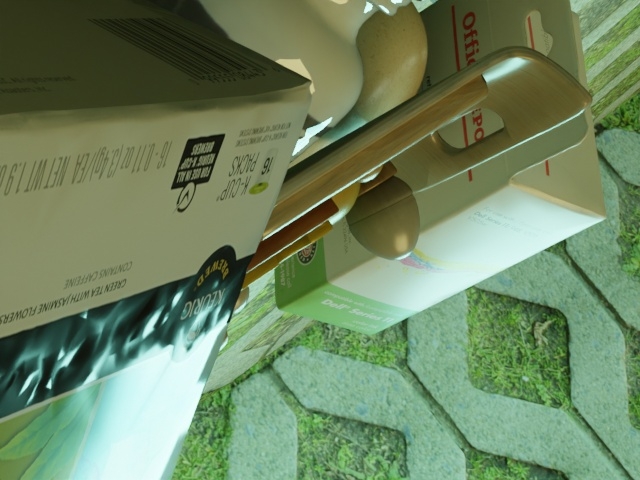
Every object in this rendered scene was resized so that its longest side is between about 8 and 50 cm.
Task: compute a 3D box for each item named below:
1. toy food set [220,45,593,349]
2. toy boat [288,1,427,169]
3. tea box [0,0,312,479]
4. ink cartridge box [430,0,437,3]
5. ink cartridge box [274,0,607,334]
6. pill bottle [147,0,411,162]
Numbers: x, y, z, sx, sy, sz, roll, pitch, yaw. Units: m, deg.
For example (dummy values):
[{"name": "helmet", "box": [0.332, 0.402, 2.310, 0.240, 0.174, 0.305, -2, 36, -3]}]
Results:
[{"name": "toy food set", "box": [0.000, 0.000, 1.065, 0.306, 0.092, 0.220, -34, -175, -31]}, {"name": "toy boat", "box": [-0.057, -0.081, 1.314, 0.318, 0.148, 0.267, -46, 177, -3]}, {"name": "tea box", "box": [-0.203, 0.051, 0.663, 0.329, 0.220, 0.323, -19, 133, -67]}, {"name": "ink cartridge box", "box": [0.163, -0.234, 1.527, 0.092, 0.090, 0.143, -36, 171, -22]}, {"name": "ink cartridge box", "box": [0.114, -0.080, 1.444, 0.119, 0.207, 0.353, 19, 146, -37]}, {"name": "pill bottle", "box": [-0.091, -0.091, 0.901, 0.318, 0.176, 0.176, -40, 172, 9]}]
